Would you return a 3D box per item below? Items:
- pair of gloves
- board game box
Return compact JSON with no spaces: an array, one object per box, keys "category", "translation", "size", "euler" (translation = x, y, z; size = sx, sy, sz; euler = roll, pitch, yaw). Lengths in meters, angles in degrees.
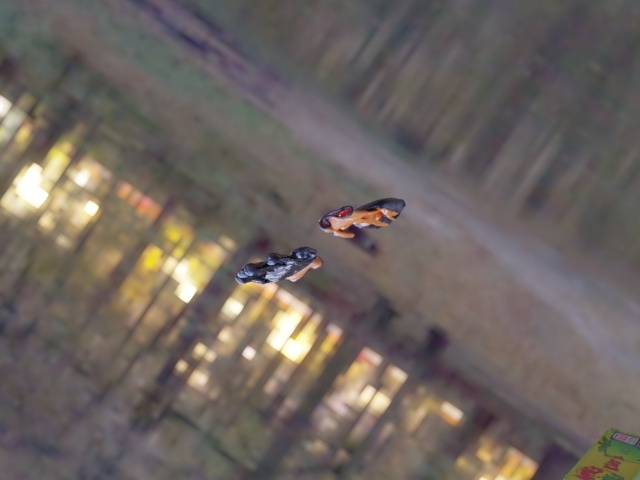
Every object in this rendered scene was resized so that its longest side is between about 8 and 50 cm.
[{"category":"pair of gloves","translation":[0.000,0.000,0.954],"size":[0.010,0.083,0.074],"euler":[64,-158,11]},{"category":"board game box","translation":[0.193,0.205,1.401],"size":[0.043,0.092,0.181],"euler":[17,-163,19]}]
